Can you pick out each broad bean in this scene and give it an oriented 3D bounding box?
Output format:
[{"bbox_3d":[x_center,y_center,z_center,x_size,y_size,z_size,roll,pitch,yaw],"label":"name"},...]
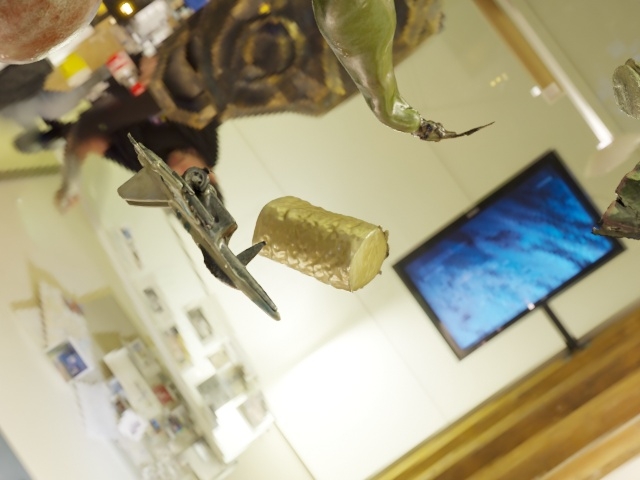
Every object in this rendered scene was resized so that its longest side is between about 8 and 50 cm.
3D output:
[{"bbox_3d":[0.050,-0.196,0.961,0.098,0.318,0.056,-27,-136,16],"label":"broad bean"}]

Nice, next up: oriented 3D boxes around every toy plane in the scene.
[{"bbox_3d":[-0.123,-0.017,1.206,0.088,0.262,0.192,-49,172,-7],"label":"toy plane"}]

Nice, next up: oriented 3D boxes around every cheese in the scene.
[{"bbox_3d":[0.000,0.000,1.486,0.123,0.167,0.094,-34,139,-50],"label":"cheese"}]

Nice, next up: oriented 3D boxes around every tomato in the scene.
[{"bbox_3d":[-0.493,-0.433,1.658,0.282,0.317,0.316,-34,178,24],"label":"tomato"}]

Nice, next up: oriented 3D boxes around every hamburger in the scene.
[{"bbox_3d":[0.514,-0.253,1.738,0.054,0.084,0.121,-21,-161,-2],"label":"hamburger"}]

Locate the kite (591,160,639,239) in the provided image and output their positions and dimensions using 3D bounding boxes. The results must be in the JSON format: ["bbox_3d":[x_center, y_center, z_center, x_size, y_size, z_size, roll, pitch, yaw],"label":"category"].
[{"bbox_3d":[0.277,-0.071,0.485,0.323,0.268,0.013,-33,147,-2],"label":"kite"}]
